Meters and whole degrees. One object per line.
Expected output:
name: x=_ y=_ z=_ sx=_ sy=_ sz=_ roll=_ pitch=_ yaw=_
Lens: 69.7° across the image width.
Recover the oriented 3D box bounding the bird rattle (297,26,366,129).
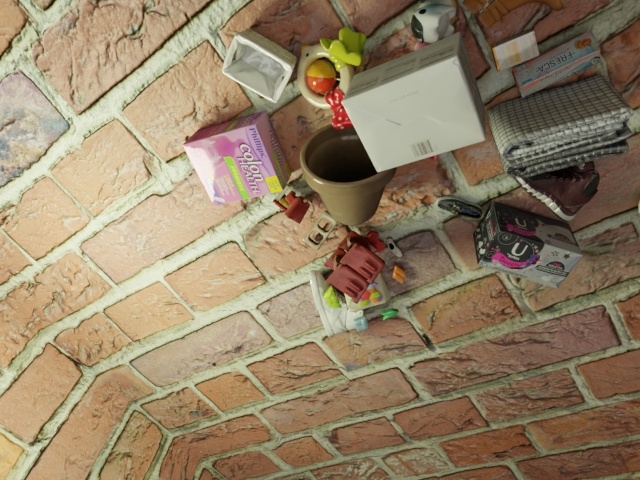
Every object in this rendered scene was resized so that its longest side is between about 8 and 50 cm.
bird rattle: x=0.035 y=-0.421 z=1.209 sx=0.207 sy=0.143 sz=0.253 roll=19 pitch=132 yaw=24

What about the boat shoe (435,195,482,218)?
boat shoe: x=0.419 y=-0.099 z=1.385 sx=0.142 sy=0.040 sz=0.049 roll=12 pitch=126 yaw=3

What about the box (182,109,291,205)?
box: x=-0.243 y=-0.241 z=1.374 sx=0.243 sy=0.117 sz=0.213 roll=-10 pitch=122 yaw=18

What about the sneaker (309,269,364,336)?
sneaker: x=0.069 y=0.209 z=1.648 sx=0.169 sy=0.108 sz=0.292 roll=-15 pitch=121 yaw=9

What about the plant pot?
plant pot: x=0.086 y=-0.172 z=1.303 sx=0.263 sy=0.263 sz=0.229 roll=2 pitch=144 yaw=10

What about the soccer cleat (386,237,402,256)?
soccer cleat: x=0.242 y=0.028 z=1.513 sx=0.029 sy=0.035 sz=0.083 roll=-25 pitch=116 yaw=25

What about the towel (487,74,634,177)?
towel: x=0.569 y=-0.274 z=1.114 sx=0.283 sy=0.235 sz=0.121 roll=-13 pitch=124 yaw=21

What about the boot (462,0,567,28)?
boot: x=0.441 y=-0.547 z=1.049 sx=0.197 sy=0.073 sz=0.152 roll=41 pitch=122 yaw=-2

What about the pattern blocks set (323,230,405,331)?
pattern blocks set: x=0.150 y=0.153 z=1.562 sx=0.285 sy=0.026 sz=0.325 roll=-30 pitch=111 yaw=7

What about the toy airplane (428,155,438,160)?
toy airplane: x=0.305 y=-0.297 z=1.277 sx=0.151 sy=0.028 sz=0.151 roll=5 pitch=124 yaw=8

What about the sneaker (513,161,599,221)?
sneaker: x=0.645 y=-0.183 z=1.254 sx=0.281 sy=0.106 sz=0.162 roll=30 pitch=121 yaw=-22

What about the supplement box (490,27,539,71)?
supplement box: x=0.473 y=-0.464 z=1.119 sx=0.098 sy=0.036 sz=0.062 roll=-16 pitch=120 yaw=22

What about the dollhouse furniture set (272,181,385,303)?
dollhouse furniture set: x=0.000 y=0.000 z=1.392 sx=0.374 sy=0.201 sz=0.152 roll=36 pitch=99 yaw=-6

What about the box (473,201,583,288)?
box: x=0.600 y=0.011 z=1.348 sx=0.247 sy=0.163 sz=0.142 roll=16 pitch=128 yaw=0

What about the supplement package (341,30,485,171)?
supplement package: x=0.220 y=-0.307 z=1.052 sx=0.262 sy=0.145 sz=0.204 roll=-13 pitch=127 yaw=30

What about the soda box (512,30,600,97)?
soda box: x=0.563 y=-0.419 z=1.105 sx=0.183 sy=0.058 sz=0.063 roll=-22 pitch=161 yaw=25

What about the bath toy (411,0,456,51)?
bath toy: x=0.262 y=-0.458 z=1.115 sx=0.129 sy=0.151 sz=0.348 roll=28 pitch=141 yaw=35

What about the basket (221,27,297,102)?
basket: x=-0.154 y=-0.462 z=1.209 sx=0.167 sy=0.103 sz=0.113 roll=29 pitch=125 yaw=-8

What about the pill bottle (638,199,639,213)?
pill bottle: x=1.030 y=-0.038 z=1.218 sx=0.318 sy=0.176 sz=0.176 roll=34 pitch=124 yaw=-13
